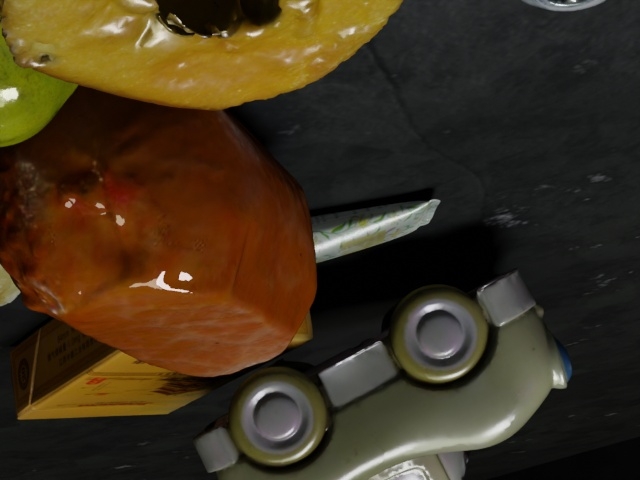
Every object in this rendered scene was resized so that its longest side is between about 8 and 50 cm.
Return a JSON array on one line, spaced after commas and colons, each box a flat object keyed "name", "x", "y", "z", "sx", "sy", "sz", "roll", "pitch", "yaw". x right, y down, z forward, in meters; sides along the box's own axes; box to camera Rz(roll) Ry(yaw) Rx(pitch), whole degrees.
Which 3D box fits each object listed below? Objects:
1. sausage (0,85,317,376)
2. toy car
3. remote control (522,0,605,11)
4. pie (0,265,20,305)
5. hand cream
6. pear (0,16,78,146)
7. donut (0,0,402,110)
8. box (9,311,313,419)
[{"name": "sausage", "x": -0.090, "y": -0.004, "z": 0.683, "sx": 0.153, "sy": 0.141, "sz": 0.268, "roll": -15, "pitch": 158, "yaw": 15}, {"name": "toy car", "x": 0.070, "y": 0.182, "z": 1.060, "sx": 0.336, "sy": 0.226, "sz": 0.242, "roll": -26, "pitch": 175, "yaw": -1}, {"name": "remote control", "x": 0.080, "y": -0.163, "z": 0.424, "sx": 0.090, "sy": 0.066, "sz": 0.266, "roll": -19, "pitch": 160, "yaw": 14}, {"name": "pie", "x": -0.318, "y": 0.019, "z": 0.779, "sx": 0.218, "sy": 0.052, "sz": 0.185, "roll": -14, "pitch": 156, "yaw": 5}, {"name": "hand cream", "x": 0.000, "y": 0.000, "z": 0.902, "sx": 0.195, "sy": 0.042, "sz": 0.067, "roll": -12, "pitch": 160, "yaw": -6}, {"name": "pear", "x": -0.158, "y": -0.083, "z": 0.508, "sx": 0.097, "sy": 0.092, "sz": 0.092, "roll": -10, "pitch": 161, "yaw": -3}, {"name": "donut", "x": -0.047, "y": -0.121, "z": 0.467, "sx": 0.162, "sy": 0.065, "sz": 0.178, "roll": -29, "pitch": 156, "yaw": 27}, {"name": "box", "x": -0.157, "y": 0.098, "z": 1.053, "sx": 0.174, "sy": 0.076, "sz": 0.274, "roll": 6, "pitch": 156, "yaw": -37}]
